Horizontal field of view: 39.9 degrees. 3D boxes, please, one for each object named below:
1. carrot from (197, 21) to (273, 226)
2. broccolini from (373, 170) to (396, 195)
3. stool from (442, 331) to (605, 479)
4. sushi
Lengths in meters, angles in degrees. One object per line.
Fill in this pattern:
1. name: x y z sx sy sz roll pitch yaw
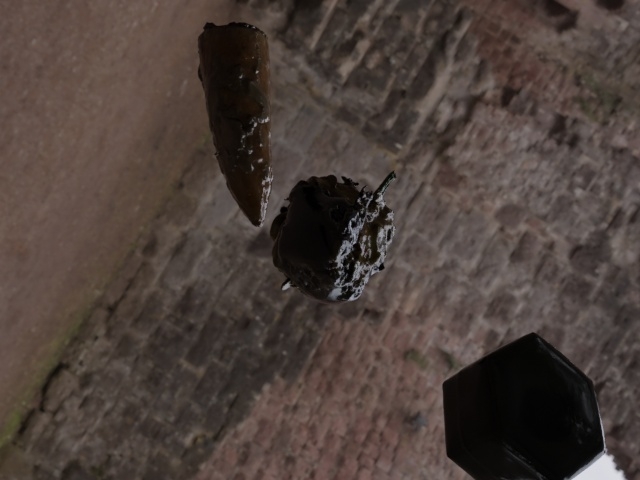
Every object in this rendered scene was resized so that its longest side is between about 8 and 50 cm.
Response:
1. carrot: -0.097 -0.144 1.118 0.102 0.102 0.263 129 -46 -75
2. broccolini: 0.122 -0.071 2.044 0.201 0.058 0.074 -50 165 14
3. stool: 0.299 0.264 1.314 0.141 0.232 0.232 -44 -167 51
4. sushi: 0.004 -0.005 1.486 0.200 0.204 0.213 -53 143 -29
